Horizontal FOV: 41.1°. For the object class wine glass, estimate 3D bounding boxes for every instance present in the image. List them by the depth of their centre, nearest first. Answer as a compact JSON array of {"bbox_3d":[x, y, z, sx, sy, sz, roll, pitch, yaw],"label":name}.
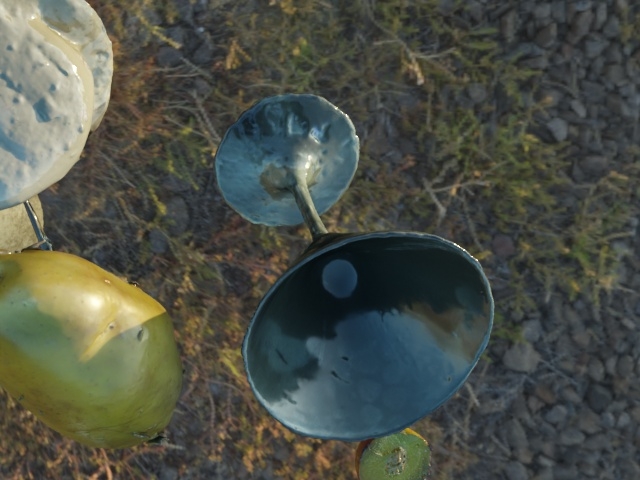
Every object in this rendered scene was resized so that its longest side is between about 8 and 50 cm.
[{"bbox_3d":[0.000,0.000,0.999,0.267,0.406,0.267,-9,124,-13],"label":"wine glass"}]

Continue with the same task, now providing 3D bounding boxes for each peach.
[{"bbox_3d":[0.087,0.271,1.061,0.098,0.061,0.098,-2,102,-9],"label":"peach"}]

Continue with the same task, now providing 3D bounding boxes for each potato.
[{"bbox_3d":[-0.223,0.107,0.809,0.172,0.140,0.300,-9,145,8],"label":"potato"}]

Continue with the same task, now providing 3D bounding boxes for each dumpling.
[{"bbox_3d":[-0.218,-0.097,0.547,0.176,0.092,0.150,-8,112,-18],"label":"dumpling"}]

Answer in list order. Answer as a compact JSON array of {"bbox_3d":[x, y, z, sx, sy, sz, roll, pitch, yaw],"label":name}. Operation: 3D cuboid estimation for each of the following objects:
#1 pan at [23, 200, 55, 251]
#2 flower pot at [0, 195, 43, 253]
[{"bbox_3d":[-0.329,0.050,1.082,0.048,0.128,0.202,-12,125,9],"label":"pan"},{"bbox_3d":[-0.735,-0.034,1.686,0.330,0.293,0.294,-12,108,-64],"label":"flower pot"}]
